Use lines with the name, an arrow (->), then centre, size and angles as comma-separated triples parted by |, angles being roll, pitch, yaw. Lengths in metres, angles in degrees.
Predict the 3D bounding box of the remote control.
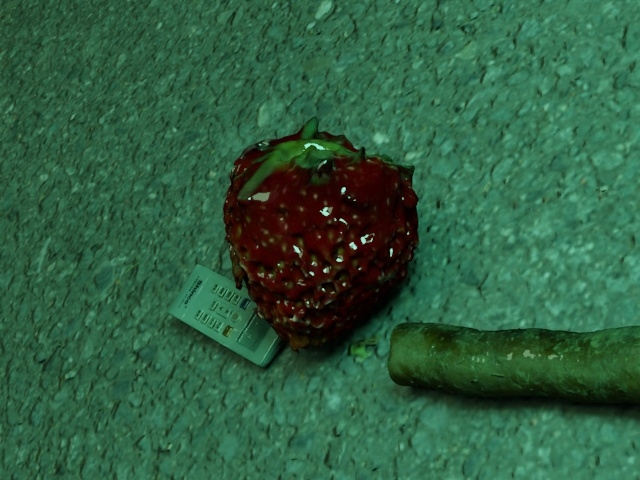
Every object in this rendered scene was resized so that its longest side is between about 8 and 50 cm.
remote control -> -0.089, 0.073, 1.129 | 0.162, 0.029, 0.061 | 25, 80, 44

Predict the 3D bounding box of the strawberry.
strawberry -> 0.000, 0.000, 1.011 | 0.186, 0.184, 0.202 | 13, 107, 27

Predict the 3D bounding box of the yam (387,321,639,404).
yam -> 0.154, 0.092, 0.873 | 0.253, 0.061, 0.061 | -2, 59, 42
